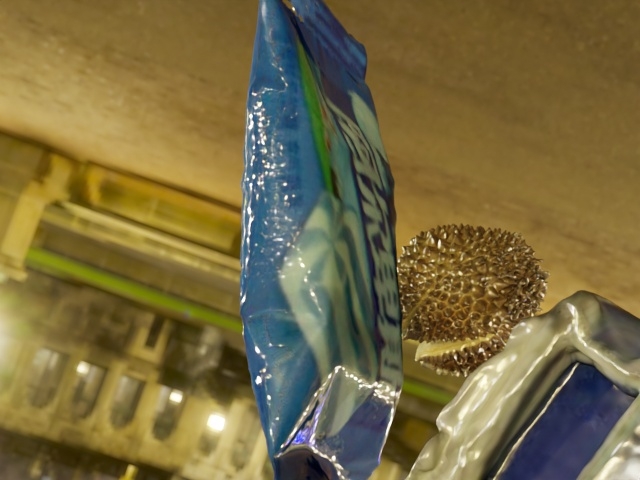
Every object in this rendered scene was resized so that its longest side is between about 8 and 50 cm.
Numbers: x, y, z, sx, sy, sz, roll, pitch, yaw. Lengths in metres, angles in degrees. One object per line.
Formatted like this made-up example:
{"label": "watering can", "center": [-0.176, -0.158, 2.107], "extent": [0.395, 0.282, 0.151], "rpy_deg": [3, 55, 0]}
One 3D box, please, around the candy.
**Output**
{"label": "candy", "center": [0.000, 0.000, 0.790], "extent": [0.077, 0.331, 0.187], "rpy_deg": [-7, 166, 16]}

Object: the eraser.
{"label": "eraser", "center": [0.170, 0.158, 0.600], "extent": [0.332, 0.155, 0.101], "rpy_deg": [38, 180, -42]}

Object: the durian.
{"label": "durian", "center": [0.119, 0.034, 0.915], "extent": [0.140, 0.110, 0.071], "rpy_deg": [-18, 175, -33]}
